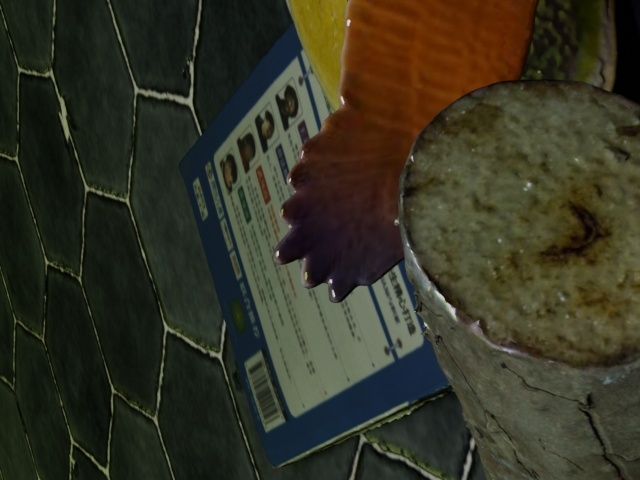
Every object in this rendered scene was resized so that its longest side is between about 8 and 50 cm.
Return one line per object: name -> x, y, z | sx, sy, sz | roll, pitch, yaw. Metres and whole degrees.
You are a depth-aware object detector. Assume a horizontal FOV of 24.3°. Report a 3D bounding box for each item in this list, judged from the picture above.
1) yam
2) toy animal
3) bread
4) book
yam -> 0.122, 0.053, 0.641 | 0.154, 0.154, 0.254 | 58, 173, 36
toy animal -> 0.018, -0.171, 0.714 | 0.284, 0.302, 0.225 | 38, 139, 14
bread -> 0.065, -0.135, 0.847 | 0.156, 0.158, 0.260 | 112, 139, -66
book -> 0.000, 0.000, 1.153 | 0.428, 0.039, 0.300 | -38, 67, 63
